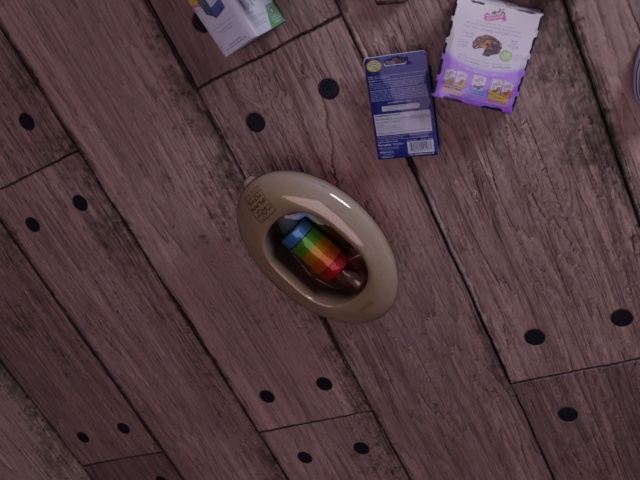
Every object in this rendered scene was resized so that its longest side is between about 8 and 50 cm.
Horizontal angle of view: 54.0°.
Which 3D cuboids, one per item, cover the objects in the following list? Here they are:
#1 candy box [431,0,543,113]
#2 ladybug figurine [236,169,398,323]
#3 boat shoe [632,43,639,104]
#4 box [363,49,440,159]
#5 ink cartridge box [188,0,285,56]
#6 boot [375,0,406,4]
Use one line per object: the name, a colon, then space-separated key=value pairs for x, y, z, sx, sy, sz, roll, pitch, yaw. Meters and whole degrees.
candy box: x=0.324 y=-0.366 z=1.230 sx=0.165 sy=0.070 sz=0.196 roll=16 pitch=122 yaw=9
ladybug figurine: x=0.000 y=0.000 z=1.480 sx=0.449 sy=0.162 sz=0.305 roll=46 pitch=122 yaw=-10
boat shoe: x=0.644 y=-0.371 z=1.109 sx=0.109 sy=0.094 sz=0.302 roll=17 pitch=121 yaw=9
box: x=0.175 y=-0.288 z=1.341 sx=0.137 sy=0.036 sz=0.225 roll=-2 pitch=118 yaw=19
ink cartridge box: x=-0.189 y=-0.501 z=1.274 sx=0.093 sy=0.154 sz=0.212 roll=-23 pitch=109 yaw=32
boot: x=0.136 y=-0.521 z=1.230 sx=0.087 sy=0.042 sz=0.118 roll=-17 pitch=112 yaw=18
